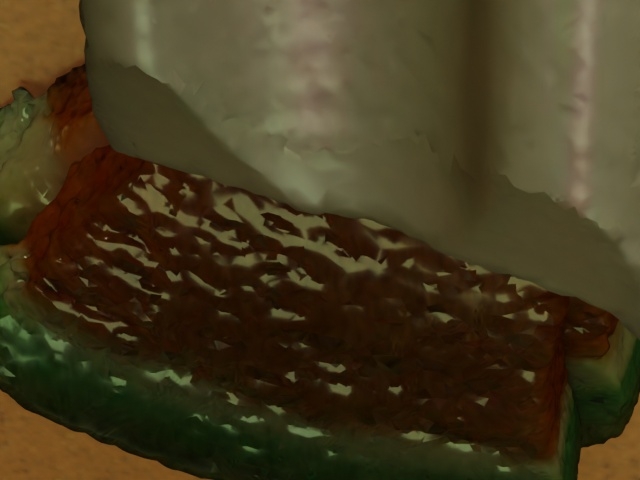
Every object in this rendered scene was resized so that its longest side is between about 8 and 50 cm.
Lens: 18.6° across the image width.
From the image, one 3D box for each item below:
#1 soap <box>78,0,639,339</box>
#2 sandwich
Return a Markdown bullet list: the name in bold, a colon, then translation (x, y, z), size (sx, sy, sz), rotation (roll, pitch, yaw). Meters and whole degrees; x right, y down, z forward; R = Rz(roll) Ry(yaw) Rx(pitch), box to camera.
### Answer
- **soap**: translation (0.049, -0.170, 0.462), size (0.159, 0.258, 0.302), rotation (15, 128, 20)
- **sandwich**: translation (0.005, 0.010, 0.720), size (0.292, 0.109, 0.212), rotation (30, 134, -17)
